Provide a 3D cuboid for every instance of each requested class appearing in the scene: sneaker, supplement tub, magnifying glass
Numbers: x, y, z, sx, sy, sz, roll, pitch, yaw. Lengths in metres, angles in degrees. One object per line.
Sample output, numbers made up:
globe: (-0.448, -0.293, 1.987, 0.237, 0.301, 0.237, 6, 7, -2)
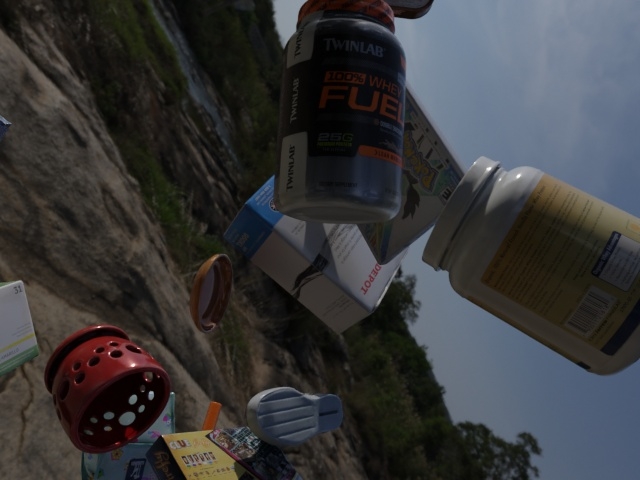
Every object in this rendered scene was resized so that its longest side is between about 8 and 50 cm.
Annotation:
sneaker: (-0.057, 0.306, 0.894, 0.258, 0.091, 0.094, 30, 49, -54)
supplement tub: (0.338, 0.028, 0.785, 0.316, 0.228, 0.228, 32, -9, 18)
supplement tub: (0.034, -0.204, 0.850, 0.207, 0.207, 0.338, 53, 40, -82)
magnifying glass: (-0.272, 0.482, 1.189, 0.026, 0.092, 0.231, 119, -13, -50)

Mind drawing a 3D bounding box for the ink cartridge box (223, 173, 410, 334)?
ink cartridge box: (0.000, 0.000, 1.343, 0.395, 0.166, 0.285, 41, 48, -3)

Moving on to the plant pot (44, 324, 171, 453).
plant pot: (-0.408, 0.268, 0.976, 0.174, 0.191, 0.191, 31, -18, 33)

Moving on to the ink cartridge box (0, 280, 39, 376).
ink cartridge box: (-0.485, 0.079, 0.703, 0.171, 0.056, 0.235, -44, 128, -75)

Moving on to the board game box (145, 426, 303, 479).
board game box: (-0.122, 0.357, 0.774, 0.165, 0.042, 0.243, 44, 10, 32)

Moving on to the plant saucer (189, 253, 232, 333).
plant saucer: (-0.273, 0.129, 1.292, 0.200, 0.037, 0.200, 9, 90, -78)

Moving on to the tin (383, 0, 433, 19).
tin: (0.161, -0.553, 1.152, 0.040, 0.189, 0.106, 119, -25, -79)

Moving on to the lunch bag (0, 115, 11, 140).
lunch bag: (-0.387, -0.119, 0.553, 0.083, 0.071, 0.053, 34, 3, 21)

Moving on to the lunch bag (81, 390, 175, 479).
lunch bag: (-0.517, 0.551, 1.413, 0.223, 0.160, 0.262, 17, 50, -39)

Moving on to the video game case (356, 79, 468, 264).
video game case: (0.157, -0.158, 1.181, 0.036, 0.300, 0.329, -8, 62, -44)
